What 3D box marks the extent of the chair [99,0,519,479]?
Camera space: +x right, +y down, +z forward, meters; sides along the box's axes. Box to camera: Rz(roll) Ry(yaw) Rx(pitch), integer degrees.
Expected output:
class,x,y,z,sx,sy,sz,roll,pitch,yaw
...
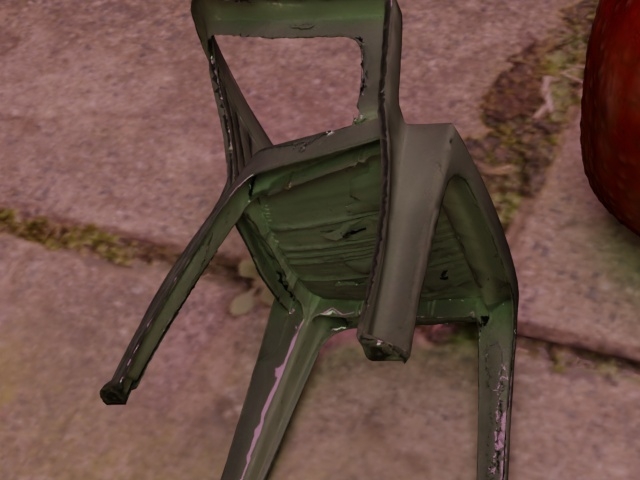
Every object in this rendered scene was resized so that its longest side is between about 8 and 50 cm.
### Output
class,x,y,z,sx,sy,sz,roll,pitch,yaw
chair,0.000,0.000,0.750,0.190,0.203,0.274,-4,48,22

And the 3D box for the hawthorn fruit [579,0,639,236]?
class,x,y,z,sx,sy,sz,roll,pitch,yaw
hawthorn fruit,0.233,-0.098,0.765,0.205,0.253,0.205,-5,42,5
